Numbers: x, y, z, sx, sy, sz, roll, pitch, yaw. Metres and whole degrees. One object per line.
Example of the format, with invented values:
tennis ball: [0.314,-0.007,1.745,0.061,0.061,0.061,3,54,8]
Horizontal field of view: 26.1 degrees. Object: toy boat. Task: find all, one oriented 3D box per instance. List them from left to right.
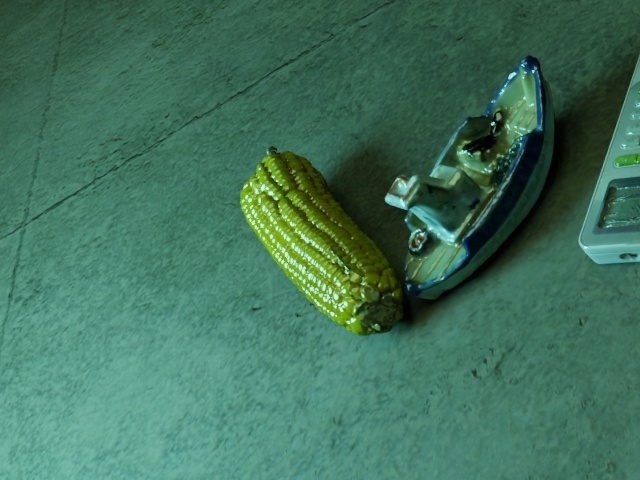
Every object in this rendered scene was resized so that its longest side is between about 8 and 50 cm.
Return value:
toy boat: [0.146,-0.065,1.355,0.262,0.115,0.114,-53,36,-10]

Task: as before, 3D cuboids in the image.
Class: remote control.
remote control: [0.317,-0.089,1.275,0.103,0.034,0.250,-4,53,44]

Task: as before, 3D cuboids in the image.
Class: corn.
corn: [-0.004,0.003,1.456,0.102,0.102,0.313,-43,35,5]
